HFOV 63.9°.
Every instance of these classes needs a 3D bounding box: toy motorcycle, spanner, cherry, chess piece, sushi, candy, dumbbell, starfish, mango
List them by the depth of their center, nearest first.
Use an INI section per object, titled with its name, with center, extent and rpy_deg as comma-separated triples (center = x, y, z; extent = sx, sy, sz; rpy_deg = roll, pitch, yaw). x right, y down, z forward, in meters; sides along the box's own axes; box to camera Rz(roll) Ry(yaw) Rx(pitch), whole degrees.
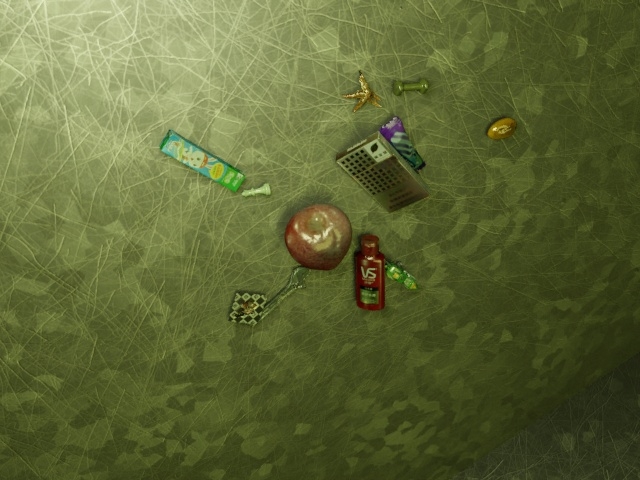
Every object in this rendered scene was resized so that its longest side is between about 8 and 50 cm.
[starfish]
center = 0.137, -0.478, 1.648
extent = 0.133, 0.041, 0.130
rpy_deg = -17, 122, -14
[chess piece]
center = -0.213, -0.161, 1.683
extent = 0.093, 0.042, 0.042
rpy_deg = -10, 122, -10
[dumbbell]
center = 0.298, -0.507, 1.694
extent = 0.117, 0.052, 0.046
rpy_deg = -10, 77, -18
[cherry]
center = -0.005, -0.009, 1.770
extent = 0.239, 0.206, 0.239
rpy_deg = -31, 161, -12
[candy]
center = 0.271, -0.299, 1.792
extent = 0.145, 0.070, 0.275
rpy_deg = -44, 129, -3
[sushi]
center = -0.271, 0.245, 1.897
extent = 0.120, 0.026, 0.126
rpy_deg = 12, 108, -25
[mango]
center = 0.675, -0.414, 1.909
extent = 0.114, 0.057, 0.079
rpy_deg = -23, 129, 0
[spanner]
center = -0.155, 0.214, 1.928
extent = 0.325, 0.026, 0.093
rpy_deg = -42, 124, 5
[toy motorcycle]
center = 0.306, 0.130, 2.028
extent = 0.190, 0.106, 0.074
rpy_deg = 31, 103, -32

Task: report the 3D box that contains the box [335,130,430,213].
[box]
center = 0.221, -0.225, 1.773
extent = 0.180, 0.047, 0.325
rpy_deg = -23, 134, 34

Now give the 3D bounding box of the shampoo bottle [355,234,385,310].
[shampoo bottle]
center = 0.193, 0.129, 1.984
extent = 0.118, 0.076, 0.314
rpy_deg = 10, 124, 21

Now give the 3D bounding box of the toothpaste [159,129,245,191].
[toothpaste]
center = -0.356, -0.241, 1.567
extent = 0.266, 0.050, 0.065
rpy_deg = 29, 101, -34
